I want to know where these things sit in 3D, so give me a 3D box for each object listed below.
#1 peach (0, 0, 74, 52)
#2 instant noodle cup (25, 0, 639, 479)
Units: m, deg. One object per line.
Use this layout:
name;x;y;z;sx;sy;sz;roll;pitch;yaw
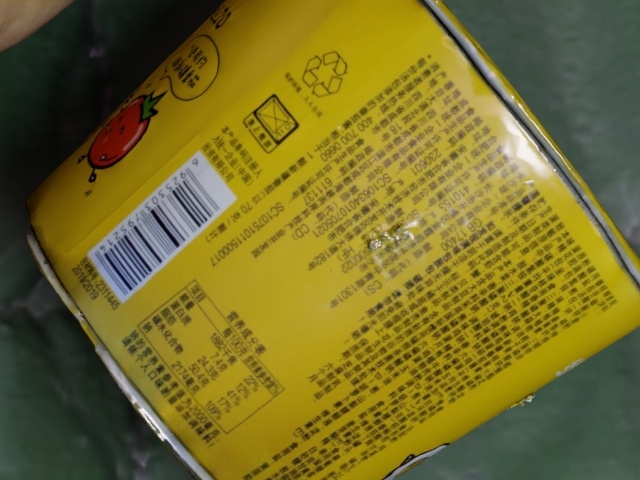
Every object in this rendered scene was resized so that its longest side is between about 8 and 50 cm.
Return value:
peach;-0.162;-0.185;0.633;0.292;0.247;0.292;11;60;-20
instant noodle cup;0.000;0.000;0.618;0.144;0.182;0.182;-38;78;2
